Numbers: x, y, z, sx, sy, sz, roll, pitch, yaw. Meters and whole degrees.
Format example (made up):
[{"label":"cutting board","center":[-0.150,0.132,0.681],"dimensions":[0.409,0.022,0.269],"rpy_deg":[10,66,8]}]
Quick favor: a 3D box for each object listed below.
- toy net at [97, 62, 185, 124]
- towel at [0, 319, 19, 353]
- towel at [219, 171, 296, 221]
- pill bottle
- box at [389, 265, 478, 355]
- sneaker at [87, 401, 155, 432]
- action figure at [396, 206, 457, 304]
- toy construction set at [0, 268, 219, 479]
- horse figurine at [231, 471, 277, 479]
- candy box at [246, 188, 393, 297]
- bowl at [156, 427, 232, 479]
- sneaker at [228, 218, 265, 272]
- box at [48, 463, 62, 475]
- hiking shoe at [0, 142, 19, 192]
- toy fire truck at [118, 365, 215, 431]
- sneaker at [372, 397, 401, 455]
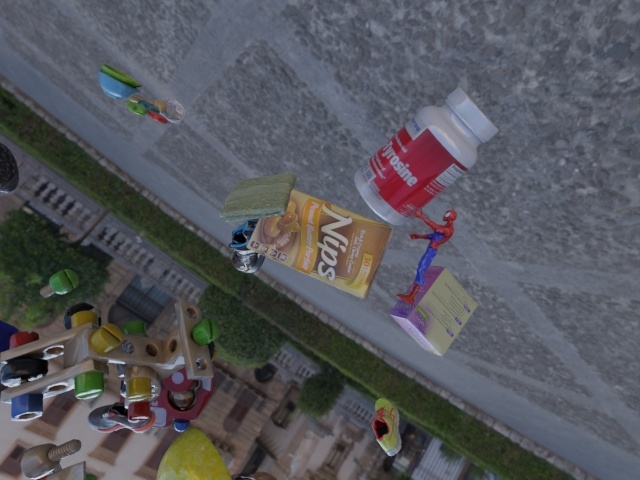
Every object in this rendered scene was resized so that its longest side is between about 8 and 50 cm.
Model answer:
[{"label":"toy net","center":[-0.312,-0.261,0.849],"dimensions":[0.122,0.045,0.232],"rpy_deg":[32,-170,11]},{"label":"towel","center":[-0.868,0.281,0.984],"dimensions":[0.227,0.308,0.076],"rpy_deg":[38,130,-24]},{"label":"towel","center":[-0.125,-0.087,0.888],"dimensions":[0.148,0.110,0.027],"rpy_deg":[-3,142,22]},{"label":"pill bottle","center":[0.316,-0.252,1.353],"dimensions":[0.229,0.407,0.229],"rpy_deg":[36,-152,-23]},{"label":"box","center":[0.414,0.252,1.630],"dimensions":[0.213,0.243,0.117],"rpy_deg":[46,163,-18]},{"label":"sneaker","center":[-0.410,0.346,0.902],"dimensions":[0.158,0.061,0.065],"rpy_deg":[-7,129,16]},{"label":"action figure","center":[0.269,0.023,1.235],"dimensions":[0.139,0.280,0.091],"rpy_deg":[33,-177,13]},{"label":"toy construction set","center":[-0.277,0.193,0.624],"dimensions":[0.257,0.237,0.309],"rpy_deg":[53,-160,-32]},{"label":"horse figurine","center":[-0.149,0.713,1.246],"dimensions":[0.263,0.066,0.174],"rpy_deg":[17,174,38]},{"label":"candy box","center":[0.000,0.000,1.104],"dimensions":[0.316,0.183,0.087],"rpy_deg":[22,175,14]},{"label":"bowl","center":[-0.340,0.652,1.134],"dimensions":[0.289,0.156,0.289],"rpy_deg":[21,120,43]},{"label":"sneaker","center":[-0.221,0.005,1.376],"dimensions":[0.139,0.125,0.341],"rpy_deg":[11,153,-26]},{"label":"box","center":[-0.817,0.792,1.386],"dimensions":[0.116,0.162,0.029],"rpy_deg":[40,-153,31]},{"label":"hiking shoe","center":[-0.791,-0.192,1.065],"dimensions":[0.227,0.086,0.114],"rpy_deg":[49,147,8]},{"label":"toy fire truck","center":[-0.490,0.473,1.417],"dimensions":[0.302,0.254,0.169],"rpy_deg":[6,-173,-1]},{"label":"sneaker","center":[0.213,0.608,1.502],"dimensions":[0.094,0.081,0.208],"rpy_deg":[43,-163,-22]}]
